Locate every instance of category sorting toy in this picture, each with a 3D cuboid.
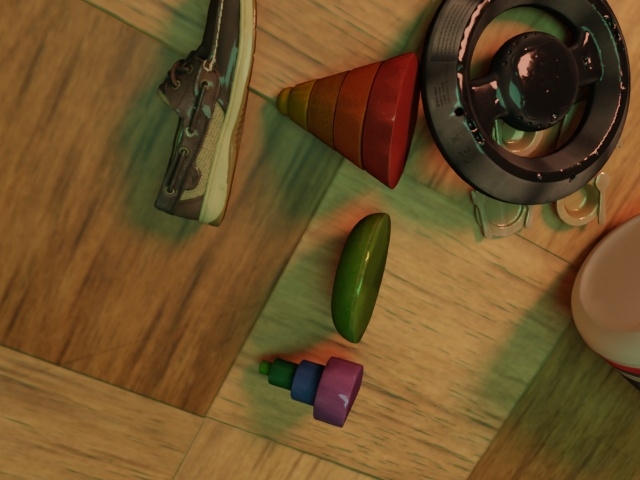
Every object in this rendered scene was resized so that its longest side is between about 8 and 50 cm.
[{"bbox_3d":[0.000,0.000,0.561,0.126,0.127,0.366,14,107,14],"label":"sorting toy"}]

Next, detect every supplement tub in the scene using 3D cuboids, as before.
[{"bbox_3d":[0.416,0.105,0.602,0.272,0.191,0.191,39,97,-18],"label":"supplement tub"}]

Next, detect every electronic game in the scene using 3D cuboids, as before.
[{"bbox_3d":[0.197,-0.148,0.545,0.229,0.048,0.229,-2,95,-19],"label":"electronic game"}]

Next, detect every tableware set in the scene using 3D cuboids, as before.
[{"bbox_3d":[0.237,-0.075,0.605,0.168,0.020,0.141,-6,108,-8],"label":"tableware set"}]

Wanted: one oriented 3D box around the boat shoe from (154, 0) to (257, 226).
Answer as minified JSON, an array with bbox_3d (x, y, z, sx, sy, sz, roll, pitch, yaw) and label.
[{"bbox_3d":[-0.103,-0.120,0.501,0.073,0.080,0.224,5,111,-17],"label":"boat shoe"}]
